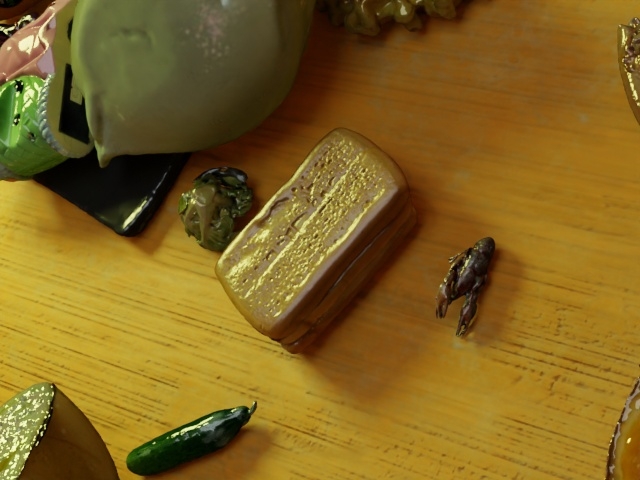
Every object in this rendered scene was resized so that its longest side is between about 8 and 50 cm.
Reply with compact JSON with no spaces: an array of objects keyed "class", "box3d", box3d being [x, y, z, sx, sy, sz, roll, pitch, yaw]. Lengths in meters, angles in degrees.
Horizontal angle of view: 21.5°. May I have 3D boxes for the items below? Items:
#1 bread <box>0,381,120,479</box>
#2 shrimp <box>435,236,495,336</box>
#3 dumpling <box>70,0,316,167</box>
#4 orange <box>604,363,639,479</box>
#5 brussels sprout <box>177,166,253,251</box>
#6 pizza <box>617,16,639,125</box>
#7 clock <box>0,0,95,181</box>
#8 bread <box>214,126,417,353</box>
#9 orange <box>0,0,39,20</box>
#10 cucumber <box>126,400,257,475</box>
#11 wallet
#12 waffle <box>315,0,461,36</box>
[{"class":"bread","box3d":[-0.263,0.271,1.544,0.158,0.156,0.261,-30,25,28]},{"class":"shrimp","box3d":[0.124,0.036,1.472,0.029,0.038,0.092,141,148,-73]},{"class":"dumpling","box3d":[-0.124,-0.234,1.653,0.320,0.212,0.270,-12,65,21]},{"class":"orange","box3d":[0.356,0.140,1.121,0.310,0.274,0.274,-62,38,42]},{"class":"brussels sprout","box3d":[-0.103,-0.036,1.656,0.085,0.058,0.085,-9,56,13]},{"class":"pizza","box3d":[0.344,-0.158,1.406,0.195,0.052,0.185,-32,56,18]},{"class":"clock","box3d":[-0.327,-0.156,1.808,0.195,0.100,0.194,-9,66,35]},{"class":"bread","box3d":[0.000,0.000,1.550,0.200,0.077,0.116,-49,48,2]},{"class":"orange","box3d":[-0.388,-0.344,1.916,0.206,0.206,0.206,-16,59,28]},{"class":"cucumber","box3d":[-0.122,0.187,1.568,0.155,0.037,0.037,-26,55,23]},{"class":"wallet","box3d":[-0.247,-0.111,1.811,0.285,0.030,0.146,30,83,40]},{"class":"waffle","box3d":[0.087,-0.316,1.662,0.253,0.056,0.249,-6,65,35]}]
